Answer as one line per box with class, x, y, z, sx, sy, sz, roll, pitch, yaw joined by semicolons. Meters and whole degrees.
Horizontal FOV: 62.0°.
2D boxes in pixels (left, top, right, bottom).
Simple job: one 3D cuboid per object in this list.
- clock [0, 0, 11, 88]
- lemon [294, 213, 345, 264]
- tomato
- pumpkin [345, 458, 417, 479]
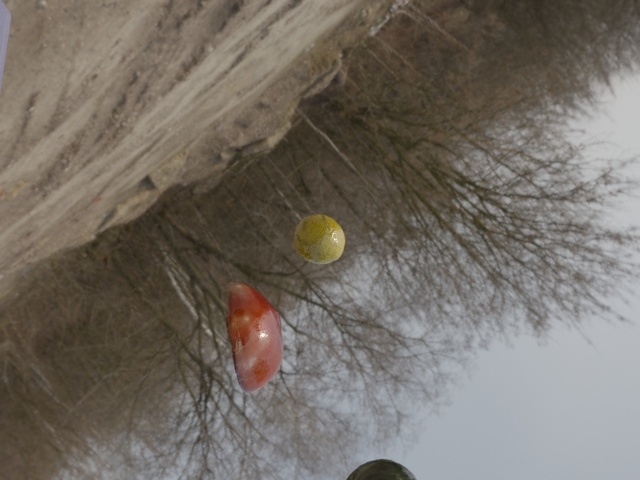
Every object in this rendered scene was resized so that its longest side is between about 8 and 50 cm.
clock;-0.418;-0.190;0.511;0.073;0.193;0.145;122;-29;-80
lemon;0.000;0.000;0.674;0.062;0.083;0.062;-19;-131;23
tomato;-0.088;0.128;0.748;0.069;0.155;0.155;-9;-174;-6
pumpkin;0.084;0.401;0.760;0.167;0.125;0.167;21;90;-89
